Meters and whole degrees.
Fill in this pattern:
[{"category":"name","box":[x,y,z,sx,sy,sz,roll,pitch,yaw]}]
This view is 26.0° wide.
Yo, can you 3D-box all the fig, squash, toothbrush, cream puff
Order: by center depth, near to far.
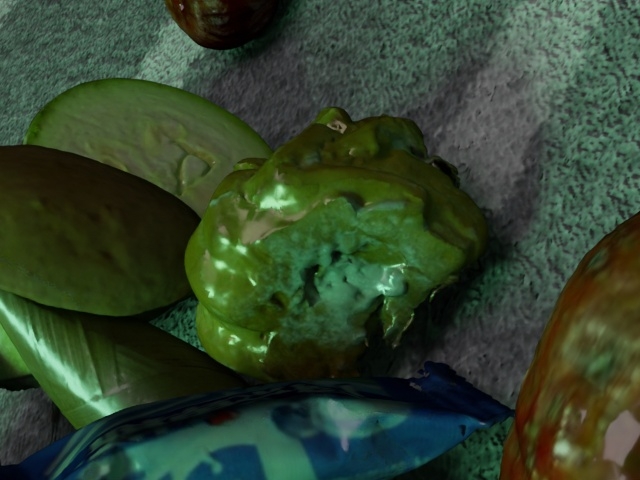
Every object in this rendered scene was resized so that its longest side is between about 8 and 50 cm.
[{"category":"cream puff","box":[-0.004,-0.003,1.017,0.221,0.195,0.194,-43,39,10]},{"category":"squash","box":[-0.203,0.033,1.231,0.233,0.210,0.309,-62,0,-45]},{"category":"toothbrush","box":[-0.250,0.162,1.299,0.008,0.006,0.097,-31,44,36]},{"category":"fig","box":[-0.088,-0.246,1.344,0.128,0.150,0.128,-1,89,40]}]

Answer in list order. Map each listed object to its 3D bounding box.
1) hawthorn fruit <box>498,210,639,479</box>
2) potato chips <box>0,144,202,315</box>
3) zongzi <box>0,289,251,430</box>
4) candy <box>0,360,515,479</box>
[{"category":"hawthorn fruit","box":[0.205,0.106,0.646,0.258,0.258,0.262,-103,29,-44]},{"category":"potato chips","box":[-0.172,-0.015,1.022,0.150,0.202,0.049,-95,26,-46]},{"category":"zongzi","box":[-0.115,0.119,0.981,0.115,0.256,0.228,-51,37,-6]},{"category":"candy","box":[-0.047,0.129,0.859,0.187,0.331,0.077,-159,61,-75]}]
